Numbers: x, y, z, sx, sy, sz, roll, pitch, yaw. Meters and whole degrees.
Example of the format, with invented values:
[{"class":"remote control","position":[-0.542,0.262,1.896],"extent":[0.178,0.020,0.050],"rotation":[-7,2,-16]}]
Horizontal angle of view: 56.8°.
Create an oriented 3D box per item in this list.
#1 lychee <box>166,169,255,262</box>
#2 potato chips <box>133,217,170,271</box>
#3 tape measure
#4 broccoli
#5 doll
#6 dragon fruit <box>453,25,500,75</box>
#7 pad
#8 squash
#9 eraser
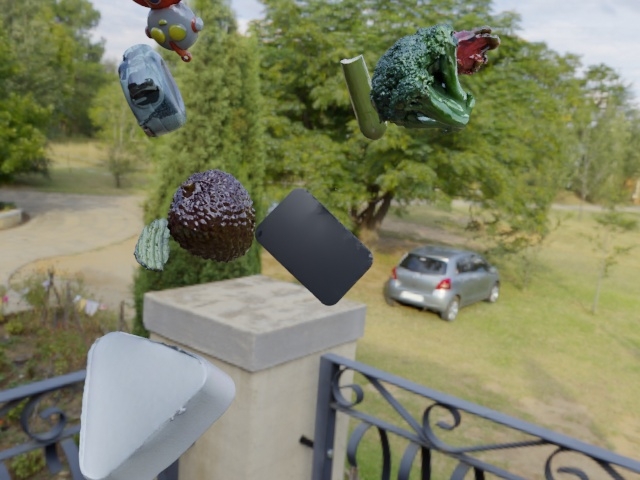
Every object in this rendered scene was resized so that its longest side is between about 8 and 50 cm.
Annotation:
[{"class":"lychee","position":[-0.284,-0.059,1.576],"extent":[0.235,0.271,0.236],"rotation":[-23,36,18]},{"class":"potato chips","position":[-0.447,0.004,1.588],"extent":[0.091,0.028,0.208],"rotation":[16,42,-20]},{"class":"tape measure","position":[-0.529,-0.462,1.845],"extent":[0.147,0.256,0.275],"rotation":[-20,-34,0]},{"class":"broccoli","position":[0.242,-0.355,1.350],"extent":[0.245,0.265,0.294],"rotation":[36,33,-3]},{"class":"doll","position":[-0.420,-0.622,1.572],"extent":[0.199,0.337,0.106],"rotation":[-3,48,14]},{"class":"dragon fruit","position":[0.439,-0.562,1.747],"extent":[0.150,0.133,0.207],"rotation":[26,-20,-34]},{"class":"pad","position":[0.001,-0.001,2.026],"extent":[0.375,0.315,0.063],"rotation":[45,-6,0]},{"class":"squash","position":[0.119,-0.382,1.597],"extent":[0.083,0.250,0.083],"rotation":[-16,34,11]},{"class":"eraser","position":[-0.391,0.332,1.304],"extent":[0.331,0.331,0.150],"rotation":[9,-25,26]}]
